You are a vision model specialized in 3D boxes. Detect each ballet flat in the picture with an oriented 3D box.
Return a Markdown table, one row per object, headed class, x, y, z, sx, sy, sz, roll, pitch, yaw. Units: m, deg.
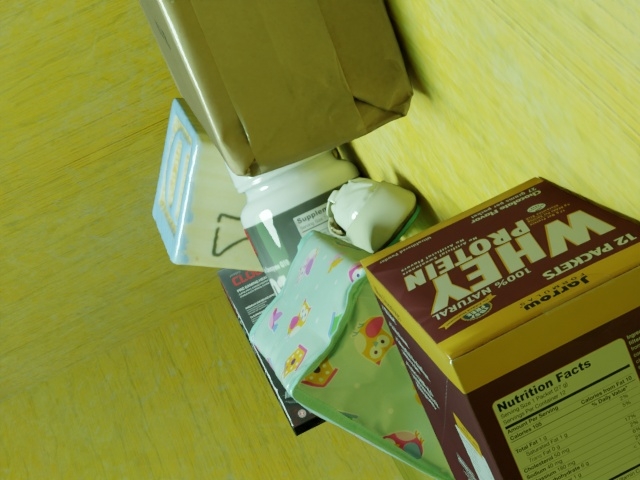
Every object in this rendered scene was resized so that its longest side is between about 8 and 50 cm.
| class | x | y | z | sx | sy | sz | roll | pitch | yaw |
| --- | --- | --- | --- | --- | --- | --- | --- | --- | --- |
| ballet flat | 0.045 | -0.026 | 1.207 | 0.086 | 0.086 | 0.248 | 64 | 174 | 2 |

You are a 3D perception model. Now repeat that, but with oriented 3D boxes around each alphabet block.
| class | x | y | z | sx | sy | sz | roll | pitch | yaw |
| --- | --- | --- | --- | --- | --- | --- | --- | --- | --- |
| alphabet block | -0.110 | -0.076 | 1.578 | 0.193 | 0.197 | 0.192 | -123 | 43 | -60 |

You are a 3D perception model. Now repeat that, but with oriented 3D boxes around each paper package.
| class | x | y | z | sx | sy | sz | roll | pitch | yaw |
| --- | --- | --- | --- | --- | --- | --- | --- | --- | --- |
| paper package | -0.081 | -0.252 | 0.986 | 0.325 | 0.168 | 0.309 | -126 | 13 | -67 |

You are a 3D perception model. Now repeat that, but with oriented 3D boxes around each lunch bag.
| class | x | y | z | sx | sy | sz | roll | pitch | yaw |
| --- | --- | --- | --- | --- | --- | --- | --- | --- | --- |
| lunch bag | 0.091 | 0.115 | 1.041 | 0.262 | 0.160 | 0.223 | 29 | -178 | -15 |

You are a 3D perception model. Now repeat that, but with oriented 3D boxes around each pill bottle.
| class | x | y | z | sx | sy | sz | roll | pitch | yaw |
| --- | --- | --- | --- | --- | --- | --- | --- | --- | --- |
| pill bottle | 0.000 | 0.000 | 1.406 | 0.283 | 0.161 | 0.161 | 64 | 175 | -3 |

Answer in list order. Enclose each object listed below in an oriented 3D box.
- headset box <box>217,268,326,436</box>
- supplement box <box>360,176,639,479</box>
| class | x | y | z | sx | sy | sz | roll | pitch | yaw |
| --- | --- | --- | --- | --- | --- | --- | --- | --- | --- |
| headset box | -0.008 | 0.111 | 1.706 | 0.293 | 0.218 | 0.110 | 63 | 174 | 16 |
| supplement box | 0.137 | 0.090 | 0.660 | 0.194 | 0.129 | 0.191 | 66 | 175 | -17 |
